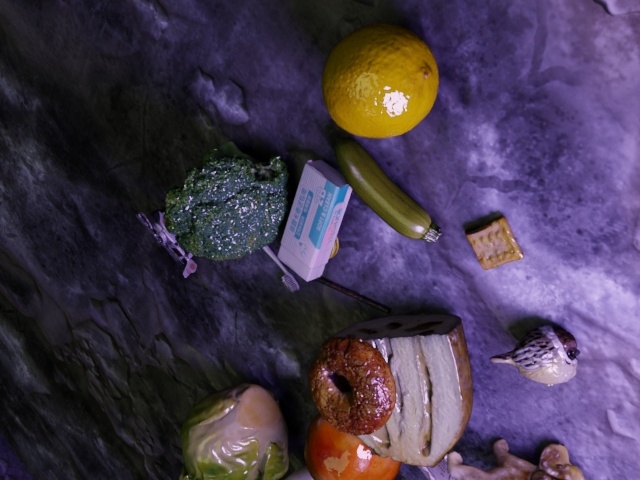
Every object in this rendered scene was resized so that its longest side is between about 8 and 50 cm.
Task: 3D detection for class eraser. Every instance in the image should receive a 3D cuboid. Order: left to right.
[{"bbox_3d":[-0.013,-0.038,1.341,0.095,0.052,0.225,37,125,28],"label":"eraser"}]

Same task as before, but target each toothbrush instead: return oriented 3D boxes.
[{"bbox_3d":[-0.137,-0.005,1.509,0.286,0.025,0.020,53,133,7],"label":"toothbrush"}]

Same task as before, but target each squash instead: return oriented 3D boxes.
[{"bbox_3d":[0.111,-0.084,1.236,0.258,0.069,0.069,48,133,12],"label":"squash"}]

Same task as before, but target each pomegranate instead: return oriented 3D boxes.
[{"bbox_3d":[0.069,0.432,1.431,0.209,0.209,0.209,18,121,33],"label":"pomegranate"}]

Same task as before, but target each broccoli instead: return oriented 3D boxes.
[{"bbox_3d":[-0.190,-0.078,1.398,0.269,0.261,0.241,107,150,-64],"label":"broccoli"}]

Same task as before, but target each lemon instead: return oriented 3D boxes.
[{"bbox_3d":[0.089,-0.251,1.101,0.203,0.178,0.178,-2,109,42],"label":"lemon"}]

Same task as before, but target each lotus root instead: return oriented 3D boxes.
[{"bbox_3d":[0.180,0.279,1.299,0.267,0.149,0.260,-10,100,37],"label":"lotus root"}]

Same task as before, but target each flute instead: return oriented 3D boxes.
[{"bbox_3d":[0.031,0.096,1.425,0.269,0.014,0.014,22,123,30],"label":"flute"}]

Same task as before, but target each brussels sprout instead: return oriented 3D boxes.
[{"bbox_3d":[-0.200,0.480,1.637,0.294,0.259,0.227,-61,37,32],"label":"brussels sprout"}]

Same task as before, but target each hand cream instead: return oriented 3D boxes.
[{"bbox_3d":[0.250,0.461,1.372,0.257,0.084,0.050,46,154,15],"label":"hand cream"}]

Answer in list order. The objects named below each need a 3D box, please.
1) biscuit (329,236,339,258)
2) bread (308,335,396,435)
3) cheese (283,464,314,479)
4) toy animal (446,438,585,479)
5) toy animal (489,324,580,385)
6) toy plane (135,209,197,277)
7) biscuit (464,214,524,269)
[{"bbox_3d":[0.000,0.000,1.399,0.084,0.023,0.084,19,121,34],"label":"biscuit"},{"bbox_3d":[0.054,0.266,1.251,0.193,0.064,0.193,11,109,32],"label":"bread"},{"bbox_3d":[-0.021,0.626,1.619,0.198,0.189,0.154,66,166,-4],"label":"cheese"},{"bbox_3d":[0.342,0.426,1.225,0.168,0.233,0.121,-150,52,-78],"label":"toy animal"},{"bbox_3d":[0.356,0.181,1.138,0.137,0.098,0.098,14,120,13],"label":"toy animal"},{"bbox_3d":[-0.357,-0.004,1.660,0.053,0.078,0.197,-17,113,41],"label":"toy plane"},{"bbox_3d":[0.292,0.005,1.161,0.083,0.018,0.081,-25,93,44],"label":"biscuit"}]
